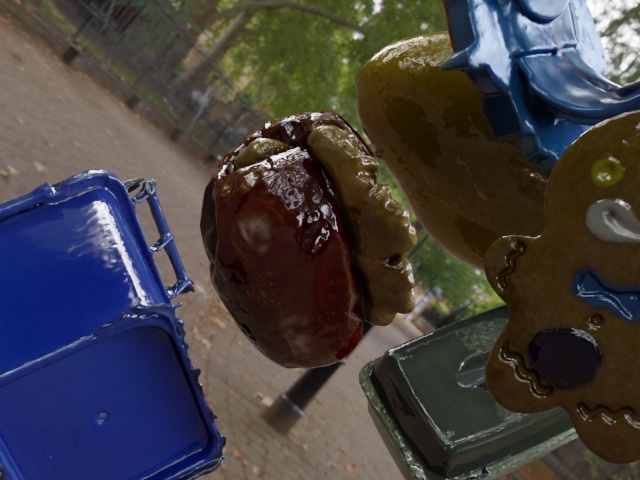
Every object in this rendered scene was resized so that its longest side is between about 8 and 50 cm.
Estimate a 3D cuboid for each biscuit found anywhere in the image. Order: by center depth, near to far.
[{"bbox_3d":[0.202,0.024,0.516,0.180,0.236,0.039,23,4,28],"label":"biscuit"}]

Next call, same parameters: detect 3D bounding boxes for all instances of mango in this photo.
[{"bbox_3d":[0.237,-0.125,1.095,0.445,0.301,0.220,31,17,-15],"label":"mango"}]

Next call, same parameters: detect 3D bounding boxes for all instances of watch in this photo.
[{"bbox_3d":[0.294,-0.202,0.769,0.275,0.242,0.305,-15,-84,52],"label":"watch"}]

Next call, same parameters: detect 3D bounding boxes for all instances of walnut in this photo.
[{"bbox_3d":[0.000,0.000,0.850,0.269,0.244,0.221,67,31,-25],"label":"walnut"}]

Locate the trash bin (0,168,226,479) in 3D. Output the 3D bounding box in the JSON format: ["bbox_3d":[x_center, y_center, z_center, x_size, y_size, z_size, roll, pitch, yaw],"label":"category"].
[{"bbox_3d":[-0.155,0.061,0.505,0.234,0.184,0.162,36,-34,57],"label":"trash bin"}]

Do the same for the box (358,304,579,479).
[{"bbox_3d":[0.219,0.221,1.068,0.220,0.291,0.166,58,-23,34],"label":"box"}]
